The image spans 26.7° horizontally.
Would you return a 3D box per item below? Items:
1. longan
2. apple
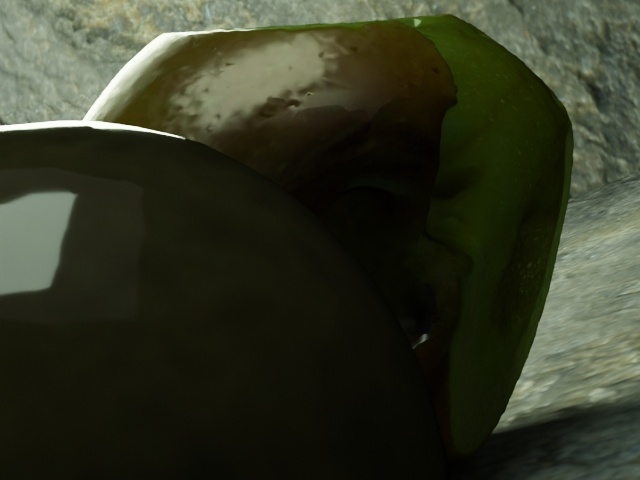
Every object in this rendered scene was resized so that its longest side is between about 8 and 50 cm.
[{"bbox_3d":[-0.099,0.092,0.499,0.297,0.297,0.297,-21,2,1],"label":"longan"},{"bbox_3d":[0.000,0.000,0.913,0.384,0.374,0.374,-34,2,3],"label":"apple"}]
